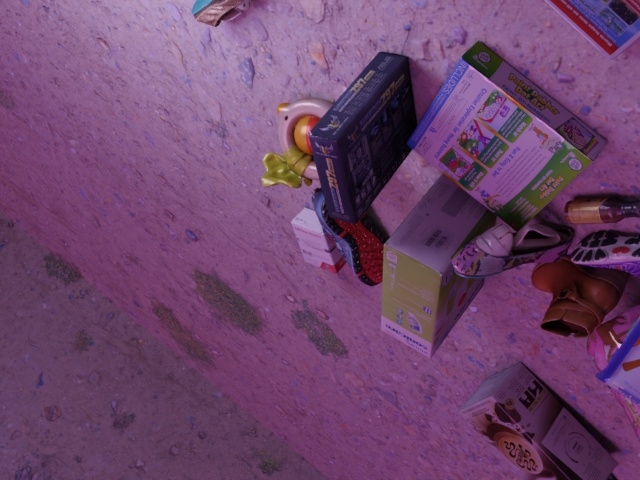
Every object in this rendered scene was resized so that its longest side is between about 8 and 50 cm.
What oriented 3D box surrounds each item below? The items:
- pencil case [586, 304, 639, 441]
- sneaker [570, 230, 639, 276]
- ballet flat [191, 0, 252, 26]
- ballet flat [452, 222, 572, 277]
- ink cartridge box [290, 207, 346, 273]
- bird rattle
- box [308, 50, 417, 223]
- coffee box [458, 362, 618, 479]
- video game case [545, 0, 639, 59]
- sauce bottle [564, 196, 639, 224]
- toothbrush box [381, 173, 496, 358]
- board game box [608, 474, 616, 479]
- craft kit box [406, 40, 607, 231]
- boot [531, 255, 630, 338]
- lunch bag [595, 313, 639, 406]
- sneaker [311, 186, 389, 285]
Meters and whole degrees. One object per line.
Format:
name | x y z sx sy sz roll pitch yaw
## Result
pencil case | 0.559 0.277 1.255 0.167 0.160 0.386 58 -171 -51
sneaker | 0.479 0.031 1.302 0.170 0.068 0.071 3 139 49
ballet flat | -0.161 -0.439 1.476 0.067 0.073 0.206 25 164 -29
ballet flat | 0.320 0.006 1.350 0.079 0.221 0.077 103 152 -42
ink cartridge box | 0.000 0.000 1.874 0.099 0.056 0.135 21 146 34
bird rattle | -0.003 -0.171 1.578 0.253 0.143 0.207 12 123 39
box | 0.078 -0.170 1.349 0.059 0.233 0.183 18 144 28
coffee box | 0.469 0.428 1.783 0.297 0.119 0.168 46 152 5
video game case | 0.358 -0.357 0.953 0.204 0.025 0.285 42 152 -1
sauce bottle | 0.440 -0.046 1.267 0.128 0.042 0.042 -1 130 50
toothbrush box | 0.216 0.049 1.510 0.122 0.206 0.283 29 149 22
board game box | 0.615 0.562 1.908 0.126 0.026 0.186 50 151 -12
craft kit box | 0.284 -0.155 1.301 0.246 0.061 0.250 42 152 6
boot | 0.409 0.099 1.388 0.073 0.152 0.197 53 150 -18
lunch bag | 0.605 0.106 1.053 0.327 0.239 0.385 33 141 21
sneaker | 0.068 -0.019 1.752 0.262 0.104 0.125 59 170 -29
